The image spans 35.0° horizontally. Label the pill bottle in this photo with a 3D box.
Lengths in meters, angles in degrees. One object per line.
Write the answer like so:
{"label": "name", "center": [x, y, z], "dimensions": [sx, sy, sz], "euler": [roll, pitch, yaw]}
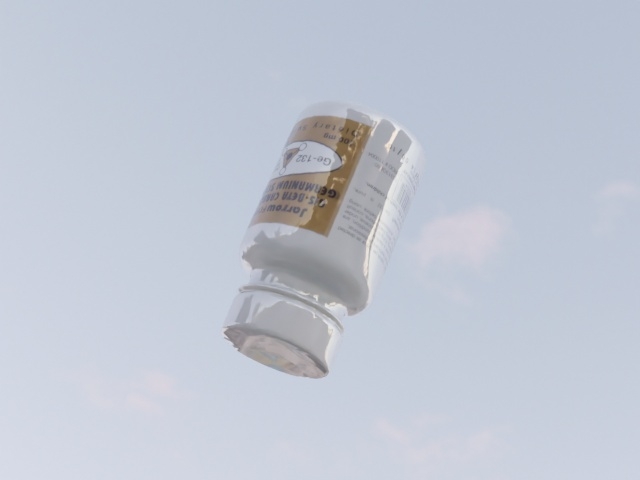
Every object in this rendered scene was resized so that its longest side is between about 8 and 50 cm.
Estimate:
{"label": "pill bottle", "center": [0.000, 0.000, 0.916], "dimensions": [0.131, 0.229, 0.131], "euler": [19, -22, 8]}
